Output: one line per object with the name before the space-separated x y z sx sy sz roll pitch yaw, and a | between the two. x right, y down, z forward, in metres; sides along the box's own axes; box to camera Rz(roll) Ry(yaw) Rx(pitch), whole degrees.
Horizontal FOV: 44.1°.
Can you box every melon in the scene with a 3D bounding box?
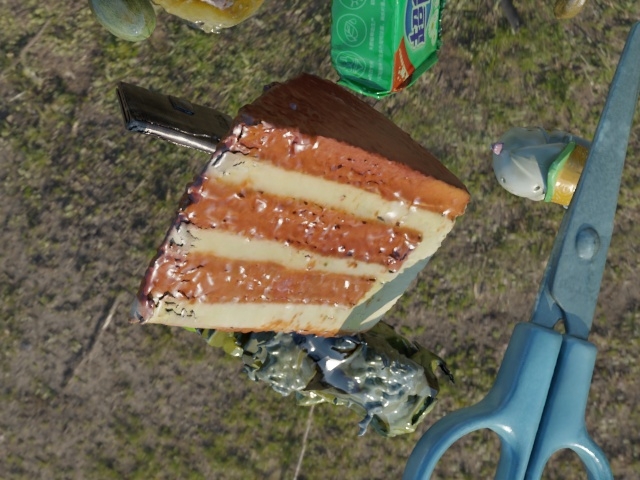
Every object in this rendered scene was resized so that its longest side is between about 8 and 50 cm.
melon | -0.427 -0.499 1.687 0.167 0.114 0.114 40 118 -11

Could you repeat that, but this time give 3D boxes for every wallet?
wallet | -0.237 -0.202 1.365 0.230 0.124 0.042 11 126 -36

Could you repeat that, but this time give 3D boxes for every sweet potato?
sweet potato | 0.484 -0.481 1.480 0.062 0.081 0.233 26 154 8

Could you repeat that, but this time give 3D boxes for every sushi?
sushi | -0.006 0.112 0.766 0.291 0.131 0.139 33 96 -33

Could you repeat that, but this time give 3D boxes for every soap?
soap | 0.076 -0.317 0.912 0.098 0.218 0.273 17 129 25

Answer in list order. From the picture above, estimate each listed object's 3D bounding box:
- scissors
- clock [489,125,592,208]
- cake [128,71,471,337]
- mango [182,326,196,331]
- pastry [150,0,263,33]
scissors | 0.191 0.041 0.608 0.192 0.029 0.447 18 87 -24
clock | 0.299 -0.104 1.075 0.144 0.231 0.103 24 99 8
cake | 0.000 0.000 0.518 0.159 0.262 0.158 33 107 -2
mango | -0.133 0.073 1.158 0.232 0.125 0.111 -13 124 41
pastry | -0.214 -0.539 1.405 0.136 0.330 0.330 -10 119 48
